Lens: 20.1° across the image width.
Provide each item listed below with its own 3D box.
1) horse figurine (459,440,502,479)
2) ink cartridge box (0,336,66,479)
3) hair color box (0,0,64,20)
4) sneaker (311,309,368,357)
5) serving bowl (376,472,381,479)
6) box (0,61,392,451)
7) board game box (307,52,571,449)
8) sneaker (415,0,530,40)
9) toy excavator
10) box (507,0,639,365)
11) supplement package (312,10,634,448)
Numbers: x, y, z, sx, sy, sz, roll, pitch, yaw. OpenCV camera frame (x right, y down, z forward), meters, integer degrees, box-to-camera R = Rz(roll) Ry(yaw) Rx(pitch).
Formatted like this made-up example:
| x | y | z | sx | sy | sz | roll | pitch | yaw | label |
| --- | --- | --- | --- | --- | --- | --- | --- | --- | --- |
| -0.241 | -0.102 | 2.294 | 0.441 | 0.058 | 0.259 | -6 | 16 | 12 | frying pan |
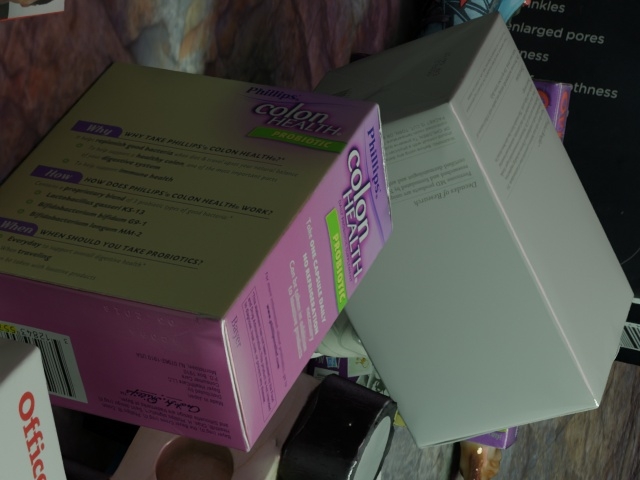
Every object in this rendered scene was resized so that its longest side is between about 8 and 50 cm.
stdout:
| x | y | z | sx | sy | sz | roll | pitch | yaw | label |
| --- | --- | --- | --- | --- | --- | --- | --- | --- | --- |
| 0.206 | 0.215 | 2.210 | 0.174 | 0.066 | 0.263 | -42 | 140 | -63 | horse figurine |
| -0.264 | 0.201 | 1.063 | 0.273 | 0.114 | 0.197 | -52 | 144 | -48 | ink cartridge box |
| -0.211 | -0.171 | 1.109 | 0.141 | 0.043 | 0.072 | -26 | 123 | -62 | hair color box |
| 0.000 | 0.000 | 1.579 | 0.110 | 0.118 | 0.292 | -61 | 149 | -33 | sneaker |
| 0.045 | 0.251 | 1.900 | 0.083 | 0.027 | 0.083 | -41 | 137 | -54 | serving bowl |
| -0.098 | 0.002 | 1.231 | 0.243 | 0.213 | 0.117 | -56 | 148 | -43 | box |
| 0.109 | 0.008 | 1.714 | 0.056 | 0.208 | 0.347 | -7 | 107 | -65 | board game box |
| 0.132 | -0.254 | 1.829 | 0.125 | 0.104 | 0.262 | 53 | 53 | -25 | sneaker |
| -0.062 | 0.223 | 1.478 | 0.445 | 0.222 | 0.433 | 92 | 21 | -54 | toy excavator |
| 0.389 | -0.116 | 1.957 | 0.297 | 0.479 | 0.472 | 46 | 58 | -64 | box |
| 0.114 | -0.005 | 1.499 | 0.293 | 0.175 | 0.177 | 62 | 30 | -20 | supplement package |
